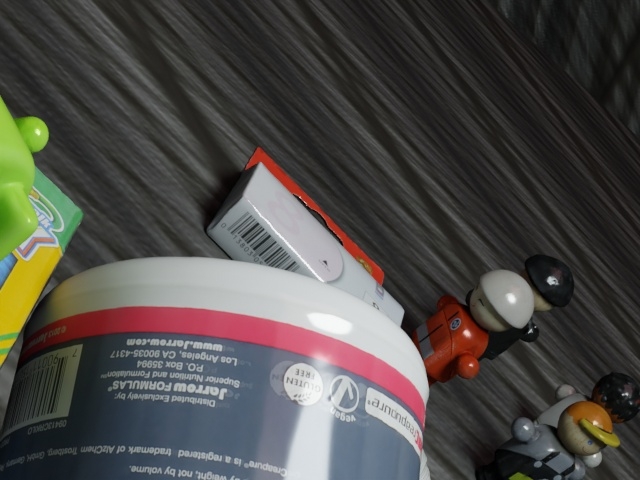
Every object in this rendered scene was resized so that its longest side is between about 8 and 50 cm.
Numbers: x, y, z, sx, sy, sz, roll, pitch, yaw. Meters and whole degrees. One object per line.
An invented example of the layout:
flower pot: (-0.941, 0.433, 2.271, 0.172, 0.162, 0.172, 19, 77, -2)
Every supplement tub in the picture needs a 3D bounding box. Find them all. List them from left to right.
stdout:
supplement tub: (-0.058, 0.161, 0.605, 0.191, 0.191, 0.272, 32, 55, -39)

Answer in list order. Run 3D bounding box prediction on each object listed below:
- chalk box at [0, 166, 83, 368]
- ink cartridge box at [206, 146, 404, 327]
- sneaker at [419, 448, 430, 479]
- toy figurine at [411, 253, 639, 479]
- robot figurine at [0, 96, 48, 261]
chalk box: (-0.240, 0.014, 0.619, 0.179, 0.180, 0.289, 44, 21, -16)
ink cartridge box: (0.000, 0.000, 1.279, 0.189, 0.066, 0.232, 46, 26, -10)
sneaker: (0.047, 0.232, 0.944, 0.111, 0.103, 0.252, 44, 28, -25)
toy figurine: (0.198, 0.127, 1.325, 0.209, 0.148, 0.213, 55, 22, 13)
robot figurine: (-0.153, -0.041, 0.540, 0.115, 0.067, 0.101, 59, 20, 22)
